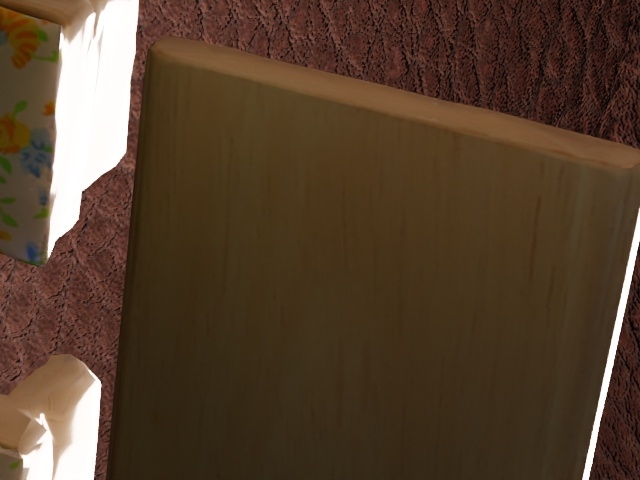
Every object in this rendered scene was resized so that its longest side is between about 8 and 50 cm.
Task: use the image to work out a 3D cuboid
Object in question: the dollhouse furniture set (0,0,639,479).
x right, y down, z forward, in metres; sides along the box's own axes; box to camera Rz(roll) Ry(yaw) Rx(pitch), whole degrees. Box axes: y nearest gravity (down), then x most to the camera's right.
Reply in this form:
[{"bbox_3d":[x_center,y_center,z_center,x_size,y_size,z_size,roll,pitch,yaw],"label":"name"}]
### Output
[{"bbox_3d":[0.000,0.000,0.417,0.362,0.394,0.256,15,-155,16],"label":"dollhouse furniture set"}]
